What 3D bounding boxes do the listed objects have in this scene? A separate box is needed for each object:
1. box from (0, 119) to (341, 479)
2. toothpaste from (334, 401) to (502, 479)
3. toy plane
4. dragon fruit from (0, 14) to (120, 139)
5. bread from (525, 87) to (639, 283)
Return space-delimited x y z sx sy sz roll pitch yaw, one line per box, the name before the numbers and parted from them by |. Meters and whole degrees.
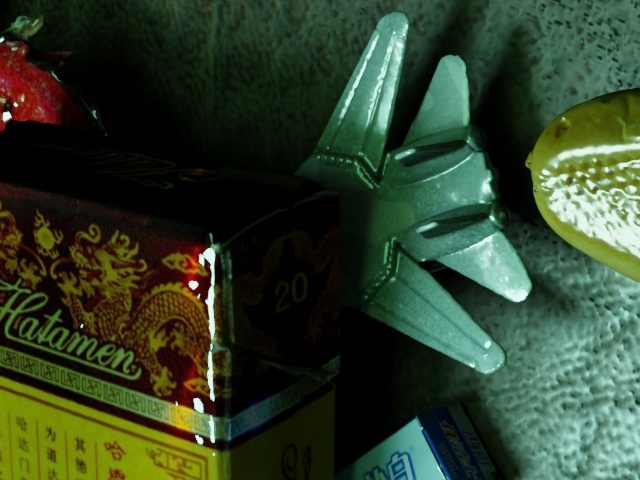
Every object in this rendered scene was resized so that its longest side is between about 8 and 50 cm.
box | -0.122 0.147 1.026 0.264 0.116 0.415 13 112 35
toothpaste | 0.001 0.195 1.067 0.272 0.053 0.066 -40 71 38
toy plane | 0.009 -0.002 1.016 0.267 0.088 0.212 -23 80 48
dragon fruit | -0.190 0.013 1.170 0.282 0.100 0.343 5 105 39
bread | 0.198 -0.023 0.852 0.189 0.077 0.114 21 130 35
